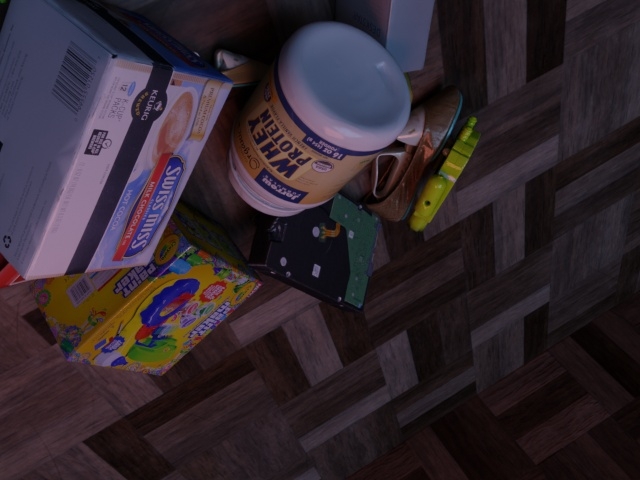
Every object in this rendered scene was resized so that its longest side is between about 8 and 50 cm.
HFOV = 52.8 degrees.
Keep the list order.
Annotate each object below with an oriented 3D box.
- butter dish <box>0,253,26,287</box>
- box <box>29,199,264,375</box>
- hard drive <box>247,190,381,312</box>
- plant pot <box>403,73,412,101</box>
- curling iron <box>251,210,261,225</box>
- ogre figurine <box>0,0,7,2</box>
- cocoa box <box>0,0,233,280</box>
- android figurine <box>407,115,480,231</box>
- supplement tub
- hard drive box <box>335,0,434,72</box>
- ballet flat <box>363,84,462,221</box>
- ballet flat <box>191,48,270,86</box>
[{"bbox_3d":[-0.509,-0.005,1.095,0.160,0.118,0.160,-42,180,5],"label":"butter dish"},{"bbox_3d":[-0.313,0.083,1.211,0.290,0.177,0.279,-42,154,5],"label":"box"},{"bbox_3d":[0.000,0.000,1.392,0.339,0.064,0.236,29,69,-45],"label":"hard drive"},{"bbox_3d":[0.130,-0.296,1.286,0.134,0.095,0.134,-19,136,-20],"label":"plant pot"},{"bbox_3d":[-0.031,-0.036,1.451,0.274,0.035,0.068,6,122,-38],"label":"curling iron"},{"bbox_3d":[-0.386,-0.412,0.827,0.197,0.096,0.118,-29,151,7],"label":"ogre figurine"},{"bbox_3d":[-0.337,-0.150,0.944,0.228,0.231,0.347,-6,131,-58],"label":"cocoa box"},{"bbox_3d":[0.276,-0.151,1.438,0.248,0.056,0.272,-56,172,-51],"label":"android figurine"},{"bbox_3d":[-0.019,-0.190,1.103,0.228,0.228,0.316,-6,160,-31],"label":"supplement tub"},{"bbox_3d":[0.109,-0.426,1.092,0.089,0.181,0.232,-17,133,-22],"label":"hard drive box"},{"bbox_3d":[0.187,-0.194,1.427,0.124,0.116,0.342,12,124,-19],"label":"ballet flat"},{"bbox_3d":[-0.186,-0.287,1.093,0.232,0.080,0.073,-19,120,-22],"label":"ballet flat"}]
